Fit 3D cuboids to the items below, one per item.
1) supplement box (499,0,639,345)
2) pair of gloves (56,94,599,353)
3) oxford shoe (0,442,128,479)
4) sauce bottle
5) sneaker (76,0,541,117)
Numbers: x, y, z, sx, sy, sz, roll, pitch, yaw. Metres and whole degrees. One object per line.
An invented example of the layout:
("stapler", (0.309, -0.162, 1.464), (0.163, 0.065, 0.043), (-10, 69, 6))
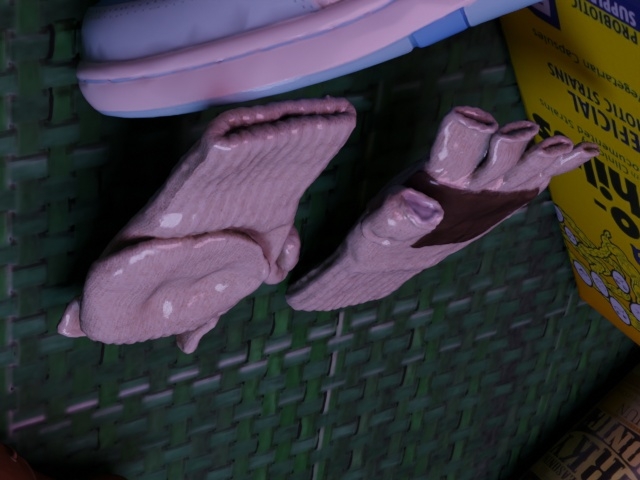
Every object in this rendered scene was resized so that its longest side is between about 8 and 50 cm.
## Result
("supplement box", (0.248, -0.075, 0.752), (0.195, 0.194, 0.356), (-38, 138, -9))
("pair of gloves", (0.000, 0.000, 0.654), (0.240, 0.042, 0.204), (-5, 154, -40))
("oxford shoe", (-0.167, 0.127, 0.676), (0.212, 0.076, 0.076), (10, 76, -54))
("sauce bottle", (0.201, 0.208, 1.004), (0.344, 0.111, 0.111), (-45, 139, -3))
("sneaker", (0.020, -0.185, 0.553), (0.319, 0.127, 0.208), (-20, 103, 6))
